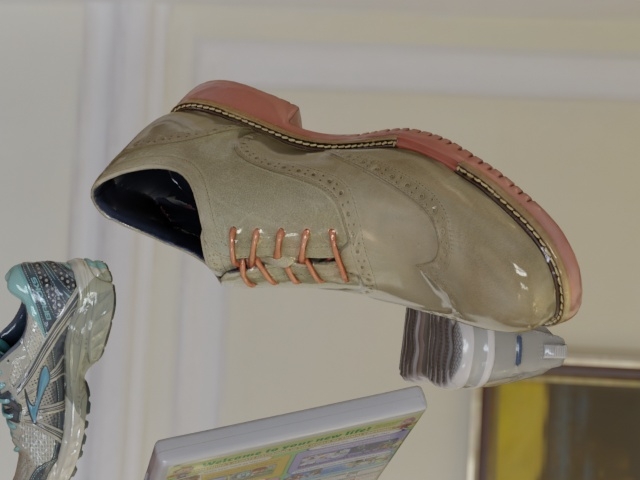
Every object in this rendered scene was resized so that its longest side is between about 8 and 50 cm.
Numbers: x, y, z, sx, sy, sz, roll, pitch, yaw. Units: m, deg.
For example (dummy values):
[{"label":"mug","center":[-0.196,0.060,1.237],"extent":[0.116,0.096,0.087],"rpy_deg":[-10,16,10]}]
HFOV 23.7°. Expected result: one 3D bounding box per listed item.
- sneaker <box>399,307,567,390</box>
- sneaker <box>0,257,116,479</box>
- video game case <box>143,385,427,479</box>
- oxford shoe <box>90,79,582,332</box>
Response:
[{"label":"sneaker","center":[0.141,0.091,1.394],"extent":[0.281,0.115,0.105],"rpy_deg":[-132,-132,-79]},{"label":"sneaker","center":[-0.308,0.148,1.618],"extent":[0.110,0.122,0.283],"rpy_deg":[-144,-115,-63]},{"label":"video game case","center":[-0.039,0.181,1.204],"extent":[0.193,0.212,0.023],"rpy_deg":[114,-38,-57]},{"label":"oxford shoe","center":[0.000,0.000,1.084],"extent":[0.146,0.397,0.140],"rpy_deg":[-37,128,-33]}]
